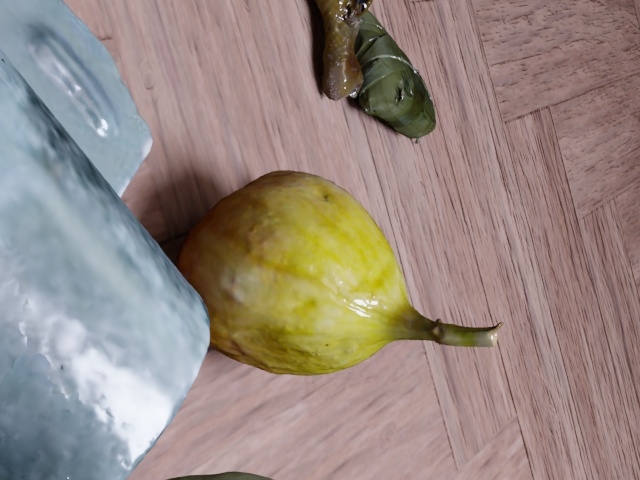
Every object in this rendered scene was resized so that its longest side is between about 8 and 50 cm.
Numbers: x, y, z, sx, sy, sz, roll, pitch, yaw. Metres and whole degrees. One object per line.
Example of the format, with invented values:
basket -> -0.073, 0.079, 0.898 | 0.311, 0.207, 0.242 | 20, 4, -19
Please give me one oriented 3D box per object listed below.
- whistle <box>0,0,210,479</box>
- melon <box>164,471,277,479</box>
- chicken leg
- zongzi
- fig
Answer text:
whistle -> -0.181, 0.001, 0.546 | 0.168, 0.188, 0.405 | 54, 5, -24
melon -> -0.052, 0.284, 0.668 | 0.272, 0.271, 0.308 | -17, 101, -56
chicken leg -> 0.020, -0.232, 1.094 | 0.085, 0.069, 0.198 | 16, 76, -61
zongzi -> 0.082, -0.174, 1.177 | 0.154, 0.062, 0.130 | 22, 49, -58
fig -> 0.018, 0.037, 0.827 | 0.159, 0.257, 0.159 | -27, 124, -50
